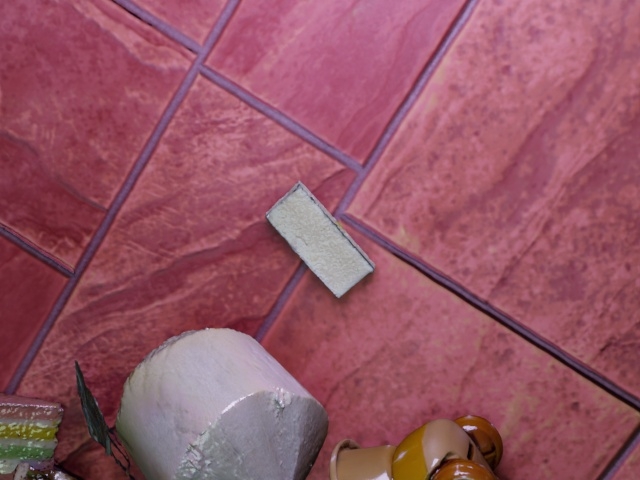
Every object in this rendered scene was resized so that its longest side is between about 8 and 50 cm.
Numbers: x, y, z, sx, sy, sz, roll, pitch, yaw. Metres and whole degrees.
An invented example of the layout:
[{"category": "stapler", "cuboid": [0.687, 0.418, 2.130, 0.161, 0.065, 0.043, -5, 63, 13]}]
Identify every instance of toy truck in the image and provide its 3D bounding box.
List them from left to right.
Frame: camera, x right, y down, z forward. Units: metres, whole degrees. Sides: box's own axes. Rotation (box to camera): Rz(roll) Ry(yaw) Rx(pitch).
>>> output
[{"category": "toy truck", "cuboid": [0.160, 0.356, 1.539, 0.211, 0.204, 0.288, -25, 99, 16]}]

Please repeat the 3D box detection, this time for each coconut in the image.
[{"category": "coconut", "cuboid": [-0.118, 0.249, 1.529, 0.244, 0.239, 0.239, 40, 110, 36]}]

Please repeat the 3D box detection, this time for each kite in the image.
[{"category": "kite", "cuboid": [-0.284, 0.256, 1.592, 0.016, 0.229, 0.127, -20, 122, -19]}]

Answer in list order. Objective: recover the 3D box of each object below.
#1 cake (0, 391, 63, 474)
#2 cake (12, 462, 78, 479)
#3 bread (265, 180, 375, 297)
[{"category": "cake", "cuboid": [-0.479, 0.269, 1.676, 0.225, 0.090, 0.109, 9, 101, 6]}, {"category": "cake", "cuboid": [-0.398, 0.448, 1.663, 0.112, 0.135, 0.246, 13, 116, 5]}, {"category": "bread", "cuboid": [0.000, 0.000, 1.566, 0.068, 0.028, 0.154, -41, 96, 16]}]
